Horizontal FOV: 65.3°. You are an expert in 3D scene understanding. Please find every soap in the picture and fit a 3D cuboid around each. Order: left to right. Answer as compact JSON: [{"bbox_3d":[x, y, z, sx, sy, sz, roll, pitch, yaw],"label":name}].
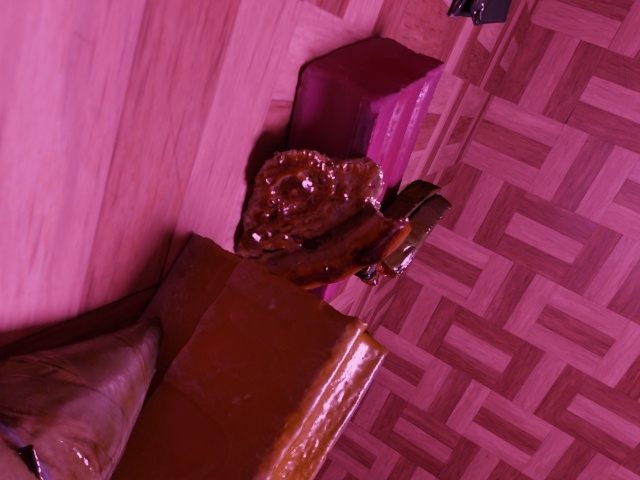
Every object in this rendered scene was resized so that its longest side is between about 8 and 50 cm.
[{"bbox_3d":[-0.110,0.159,0.529,0.281,0.259,0.143,-60,151,-9],"label":"soap"},{"bbox_3d":[0.048,-0.101,0.772,0.233,0.128,0.359,-41,154,-46],"label":"soap"}]

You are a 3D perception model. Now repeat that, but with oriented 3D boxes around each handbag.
[{"bbox_3d":[0.377,-0.585,1.042,0.260,0.079,0.247,-35,148,-51],"label":"handbag"}]

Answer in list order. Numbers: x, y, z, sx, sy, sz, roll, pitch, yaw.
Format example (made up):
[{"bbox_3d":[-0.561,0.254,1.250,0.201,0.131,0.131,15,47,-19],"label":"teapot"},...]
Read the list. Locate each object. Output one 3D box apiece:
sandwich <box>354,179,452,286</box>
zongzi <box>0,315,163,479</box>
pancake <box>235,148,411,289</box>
[{"bbox_3d":[0.132,0.003,0.823,0.235,0.079,0.159,-35,150,-49],"label":"sandwich"},{"bbox_3d":[-0.276,0.237,0.342,0.355,0.174,0.393,-57,177,8],"label":"zongzi"},{"bbox_3d":[0.000,0.000,0.657,0.056,0.213,0.257,-91,-158,-51],"label":"pancake"}]
